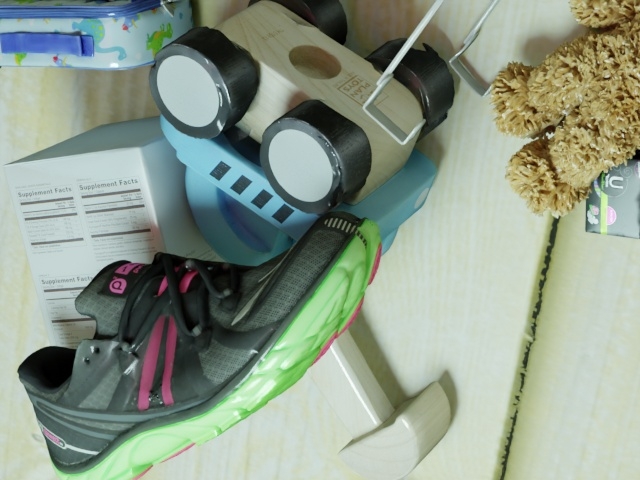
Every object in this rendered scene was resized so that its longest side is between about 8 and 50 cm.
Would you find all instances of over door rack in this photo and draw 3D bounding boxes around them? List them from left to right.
[{"bbox_3d":[0.146,-0.273,1.697,0.108,0.239,0.324,32,119,15],"label":"over door rack"}]

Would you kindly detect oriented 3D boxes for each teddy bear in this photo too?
[{"bbox_3d":[0.305,-0.152,1.696,0.338,0.113,0.245,-8,69,38],"label":"teddy bear"}]

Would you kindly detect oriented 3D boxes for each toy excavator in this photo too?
[{"bbox_3d":[0.000,0.000,1.923,0.433,0.222,0.445,35,134,15],"label":"toy excavator"}]

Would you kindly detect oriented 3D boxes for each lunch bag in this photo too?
[{"bbox_3d":[-0.262,-0.242,1.984,0.219,0.176,0.090,4,108,30],"label":"lunch bag"}]

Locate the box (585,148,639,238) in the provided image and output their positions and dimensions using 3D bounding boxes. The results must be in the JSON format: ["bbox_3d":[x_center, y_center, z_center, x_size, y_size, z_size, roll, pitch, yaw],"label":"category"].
[{"bbox_3d":[0.306,-0.050,1.791,0.062,0.052,0.083,7,108,29],"label":"box"}]

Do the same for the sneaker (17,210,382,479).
[{"bbox_3d":[-0.142,0.096,1.790,0.483,0.185,0.202,-33,94,30],"label":"sneaker"}]

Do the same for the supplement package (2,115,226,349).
[{"bbox_3d":[-0.198,0.004,2.014,0.198,0.199,0.263,-5,104,31],"label":"supplement package"}]
